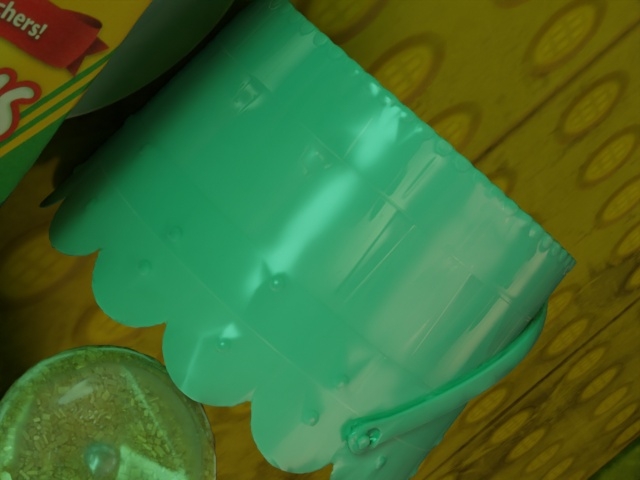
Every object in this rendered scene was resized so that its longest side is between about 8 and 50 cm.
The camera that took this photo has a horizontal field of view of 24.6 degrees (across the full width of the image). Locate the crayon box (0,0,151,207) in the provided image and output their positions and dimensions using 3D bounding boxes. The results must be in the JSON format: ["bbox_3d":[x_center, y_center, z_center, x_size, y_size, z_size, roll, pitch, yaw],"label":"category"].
[{"bbox_3d":[-0.155,-0.139,0.578,0.202,0.081,0.318,13,124,-49],"label":"crayon box"}]

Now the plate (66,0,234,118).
[{"bbox_3d":[-0.111,-0.136,0.744,0.188,0.024,0.188,-32,154,-18],"label":"plate"}]

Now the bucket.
[{"bbox_3d":[0.000,0.000,0.849,0.183,0.281,0.281,-47,155,6],"label":"bucket"}]

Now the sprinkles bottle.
[{"bbox_3d":[-0.159,0.148,0.895,0.121,0.121,0.355,-29,176,-22],"label":"sprinkles bottle"}]
